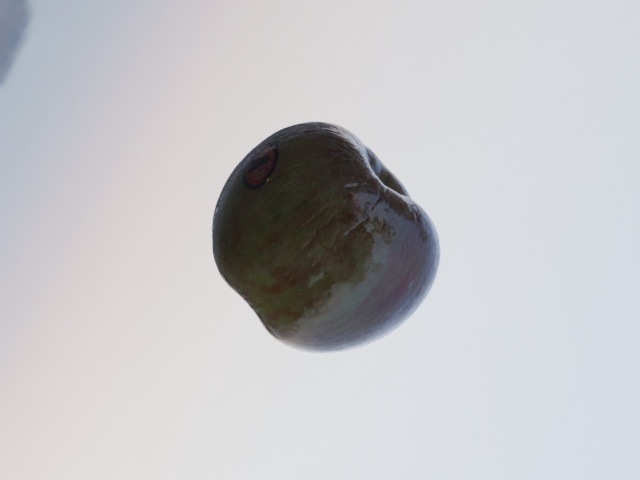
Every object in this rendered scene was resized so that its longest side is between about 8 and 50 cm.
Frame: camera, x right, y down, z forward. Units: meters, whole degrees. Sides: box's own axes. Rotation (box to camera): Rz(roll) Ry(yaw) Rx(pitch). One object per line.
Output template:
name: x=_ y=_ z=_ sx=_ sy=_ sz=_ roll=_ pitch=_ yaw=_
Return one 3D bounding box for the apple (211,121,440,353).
apple: x=0.001 y=0.001 z=1.047 sx=0.102 sy=0.126 sz=0.126 roll=-44 pitch=-166 yaw=8
